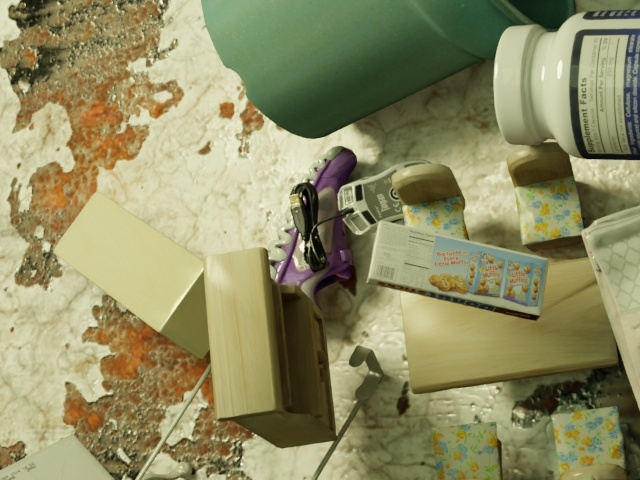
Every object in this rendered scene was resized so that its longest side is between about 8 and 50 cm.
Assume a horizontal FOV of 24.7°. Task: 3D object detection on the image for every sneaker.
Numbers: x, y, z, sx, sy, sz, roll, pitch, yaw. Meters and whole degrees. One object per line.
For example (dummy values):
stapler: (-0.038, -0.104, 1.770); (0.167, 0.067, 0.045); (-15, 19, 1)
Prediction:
sneaker: (0.000, 0.000, 1.779); (0.104, 0.095, 0.236); (23, 78, 9)

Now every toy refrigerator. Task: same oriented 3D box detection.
toy refrigerator: (-0.217, 0.042, 1.849); (0.269, 0.094, 0.102); (29, 83, 45)

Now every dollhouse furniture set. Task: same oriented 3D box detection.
dollhouse furniture set: (0.106, 0.096, 1.539); (0.394, 0.256, 0.362); (-10, 72, 11)

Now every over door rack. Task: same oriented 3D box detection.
over door rack: (-0.081, 0.257, 1.757); (0.239, 0.108, 0.324); (16, 71, 31)

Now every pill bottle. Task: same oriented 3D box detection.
pill bottle: (0.317, -0.157, 1.472); (0.265, 0.153, 0.153); (3, 79, 25)

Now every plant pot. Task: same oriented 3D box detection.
plant pot: (0.064, -0.301, 1.695); (0.334, 0.341, 0.341); (-30, 64, 29)

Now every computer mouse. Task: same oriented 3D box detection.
computer mouse: (0.058, -0.039, 1.742); (0.193, 0.042, 0.106); (-18, 82, -14)

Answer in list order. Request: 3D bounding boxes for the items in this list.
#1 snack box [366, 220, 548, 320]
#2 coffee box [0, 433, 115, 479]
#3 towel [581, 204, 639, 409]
snack box: (0.139, 0.031, 1.477); (0.178, 0.022, 0.064); (13, 69, -3)
coffee box: (-0.329, 0.394, 1.726); (0.119, 0.168, 0.297); (41, 142, 32)
towel: (0.461, 0.078, 1.448); (0.332, 0.053, 0.317); (-22, 84, 16)
